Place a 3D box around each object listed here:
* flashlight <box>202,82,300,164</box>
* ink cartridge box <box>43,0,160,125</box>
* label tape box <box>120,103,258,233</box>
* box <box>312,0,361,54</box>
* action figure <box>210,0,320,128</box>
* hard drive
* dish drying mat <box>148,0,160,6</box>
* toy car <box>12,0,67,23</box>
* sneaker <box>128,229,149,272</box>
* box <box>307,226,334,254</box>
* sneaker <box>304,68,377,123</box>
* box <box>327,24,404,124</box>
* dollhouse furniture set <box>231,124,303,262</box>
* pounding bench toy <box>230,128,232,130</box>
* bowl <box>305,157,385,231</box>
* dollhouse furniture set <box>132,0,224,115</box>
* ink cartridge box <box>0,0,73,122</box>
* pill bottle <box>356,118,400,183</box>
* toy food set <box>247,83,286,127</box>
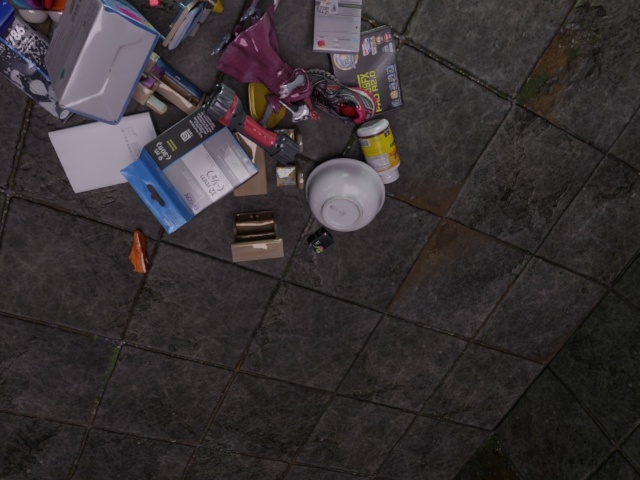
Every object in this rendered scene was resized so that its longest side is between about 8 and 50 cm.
[{"bbox_3d":[-0.193,-0.335,1.365,0.304,0.103,0.103,29,109,-33],"label":"flashlight"},{"bbox_3d":[-0.599,-0.522,1.231,0.151,0.395,0.270,16,115,-47],"label":"ink cartridge box"},{"bbox_3d":[-0.398,-0.212,1.406,0.347,0.115,0.249,-36,100,-5],"label":"label tape box"},{"bbox_3d":[0.051,-0.677,1.433,0.145,0.038,0.186,2,94,-4],"label":"box"},{"bbox_3d":[-0.136,-0.502,1.414,0.370,0.276,0.248,37,150,-30],"label":"action figure"},{"bbox_3d":[-0.689,-0.291,1.535,0.318,0.040,0.210,-13,118,-4],"label":"hard drive"},{"bbox_3d":[-0.497,-0.734,1.361,0.032,0.008,0.083,-11,118,-6],"label":"dish drying mat"},{"bbox_3d":[-0.764,-0.678,1.266,0.182,0.136,0.159,-1,118,-10],"label":"toy car"},{"bbox_3d":[-0.673,0.044,1.701,0.067,0.064,0.175,4,114,-2],"label":"sneaker"},{"bbox_3d":[0.000,0.000,1.810,0.083,0.052,0.062,-37,119,8],"label":"box"},{"bbox_3d":[0.032,-0.463,1.489,0.299,0.112,0.121,22,131,16],"label":"sneaker"},{"bbox_3d":[0.151,-0.550,1.549,0.216,0.060,0.270,-16,119,-3],"label":"box"},{"bbox_3d":[-0.234,-0.164,1.565,0.362,0.256,0.394,-6,118,-8],"label":"dollhouse furniture set"},{"bbox_3d":[-0.295,-0.407,1.531,0.052,0.065,0.083,-4,107,-8],"label":"pounding bench toy"},{"bbox_3d":[0.083,-0.134,1.657,0.297,0.134,0.298,4,131,5],"label":"bowl"},{"bbox_3d":[-0.368,-0.529,1.333,0.198,0.286,0.303,34,118,-24],"label":"dollhouse furniture set"},{"bbox_3d":[-0.849,-0.526,1.372,0.165,0.065,0.332,-42,116,12],"label":"ink cartridge box"},{"bbox_3d":[0.212,-0.314,1.650,0.117,0.117,0.215,-22,119,1],"label":"pill bottle"},{"bbox_3d":[-0.184,-0.481,1.516,0.128,0.071,0.218,-9,110,-26],"label":"toy food set"}]
